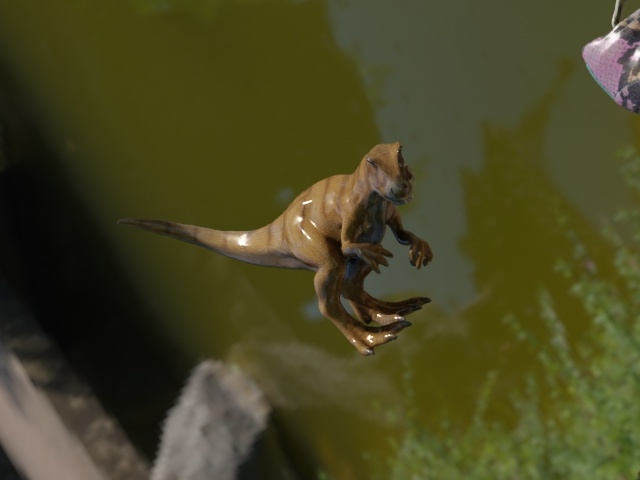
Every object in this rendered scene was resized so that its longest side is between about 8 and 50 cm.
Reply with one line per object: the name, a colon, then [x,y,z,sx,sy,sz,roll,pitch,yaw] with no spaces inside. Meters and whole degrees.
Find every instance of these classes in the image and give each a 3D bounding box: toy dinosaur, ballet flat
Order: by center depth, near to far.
toy dinosaur: [0.000,0.000,0.955,0.211,0.064,0.112,-22,100,52]
ballet flat: [0.236,-0.177,1.146,0.079,0.221,0.077,41,-171,13]

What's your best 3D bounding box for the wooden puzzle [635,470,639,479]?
wooden puzzle: [0.120,0.102,0.695,0.044,0.221,0.238,48,138,14]
